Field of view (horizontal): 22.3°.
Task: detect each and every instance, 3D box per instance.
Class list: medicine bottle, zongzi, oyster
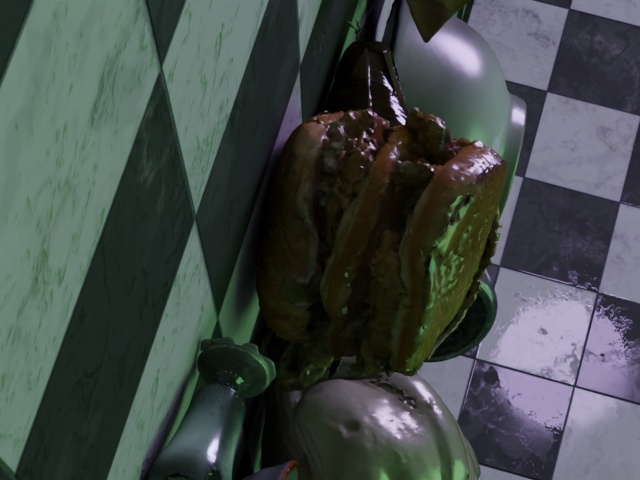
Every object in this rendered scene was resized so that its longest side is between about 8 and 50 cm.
[{"bbox_3d":[0.131,0.022,2.200,0.273,0.165,0.165,-106,-159,-50],"label":"medicine bottle"},{"bbox_3d":[0.090,-0.123,1.710,0.084,0.184,0.187,83,23,-66],"label":"zongzi"},{"bbox_3d":[0.001,0.000,1.763,0.129,0.079,0.345,-19,-127,58],"label":"oyster"}]

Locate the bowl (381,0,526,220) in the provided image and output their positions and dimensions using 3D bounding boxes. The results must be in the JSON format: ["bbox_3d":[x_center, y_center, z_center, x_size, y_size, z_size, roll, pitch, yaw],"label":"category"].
[{"bbox_3d":[0.140,-0.112,1.997,0.354,0.185,0.353,-166,-90,-88],"label":"bowl"}]

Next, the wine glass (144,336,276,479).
[{"bbox_3d":[-0.090,0.153,1.307,0.155,0.072,0.072,-70,172,-46],"label":"wine glass"}]

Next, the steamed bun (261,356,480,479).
[{"bbox_3d":[0.073,0.295,1.884,0.339,0.247,0.352,-125,-146,-63],"label":"steamed bun"}]

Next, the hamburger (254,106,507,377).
[{"bbox_3d":[0.049,0.007,1.529,0.260,0.211,0.245,67,42,-74],"label":"hamburger"}]

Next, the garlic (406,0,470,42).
[{"bbox_3d":[0.136,-0.373,1.886,0.338,0.151,0.196,-90,-157,-63],"label":"garlic"}]

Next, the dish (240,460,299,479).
[{"bbox_3d":[-0.098,0.335,1.623,0.260,0.085,0.260,16,90,-82],"label":"dish"}]
